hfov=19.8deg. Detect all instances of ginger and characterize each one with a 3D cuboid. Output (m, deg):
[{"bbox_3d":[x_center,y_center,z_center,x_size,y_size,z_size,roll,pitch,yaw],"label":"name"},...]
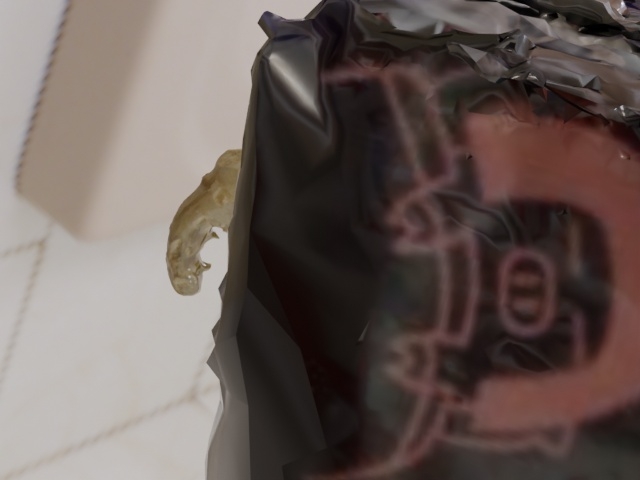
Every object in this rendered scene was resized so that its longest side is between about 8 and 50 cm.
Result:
[{"bbox_3d":[0.001,-0.012,1.563,0.258,0.065,0.149,3,129,-16],"label":"ginger"}]

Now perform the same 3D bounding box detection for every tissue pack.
[{"bbox_3d":[0.131,0.099,0.333,0.123,0.332,0.245,-25,128,-58],"label":"tissue pack"}]
